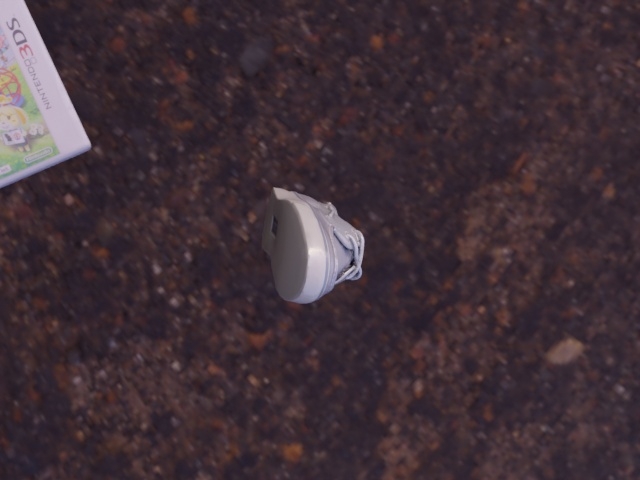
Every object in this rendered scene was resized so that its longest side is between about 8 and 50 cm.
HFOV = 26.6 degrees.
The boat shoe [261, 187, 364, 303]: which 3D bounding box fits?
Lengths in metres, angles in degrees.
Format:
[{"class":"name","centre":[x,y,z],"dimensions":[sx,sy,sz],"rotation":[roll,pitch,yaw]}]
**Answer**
[{"class":"boat shoe","centre":[0.000,0.001,1.192],"dimensions":[0.081,0.227,0.079],"rotation":[8,103,-11]}]

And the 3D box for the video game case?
[{"class":"video game case","centre":[-0.349,-0.131,1.249],"dimensions":[0.212,0.023,0.193],"rotation":[-25,90,-14]}]
